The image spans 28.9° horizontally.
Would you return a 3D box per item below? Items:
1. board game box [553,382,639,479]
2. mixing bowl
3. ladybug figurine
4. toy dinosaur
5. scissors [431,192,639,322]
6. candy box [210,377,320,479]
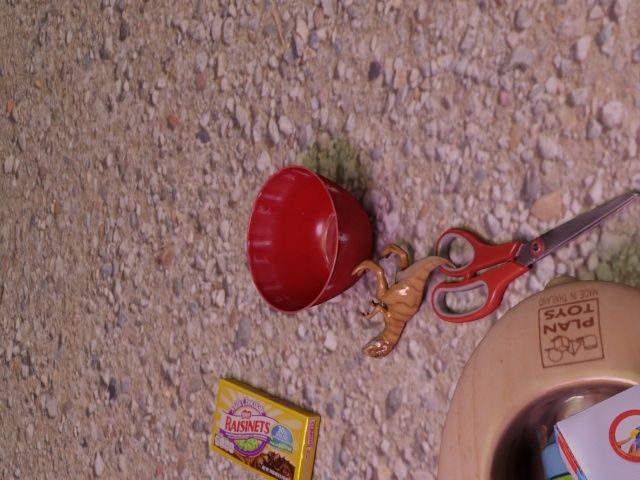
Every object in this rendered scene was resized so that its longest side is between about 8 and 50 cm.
[{"bbox_3d":[0.379,0.212,0.914,0.308,0.086,0.302,-25,60,1],"label":"board game box"},{"bbox_3d":[0.000,0.000,1.536,0.181,0.098,0.181,-4,85,51],"label":"mixing bowl"},{"bbox_3d":[0.263,0.250,1.099,0.305,0.162,0.449,-12,70,22],"label":"ladybug figurine"},{"bbox_3d":[0.101,0.052,1.449,0.112,0.064,0.211,52,138,25],"label":"toy dinosaur"},{"bbox_3d":[0.223,0.023,1.323,0.297,0.021,0.109,-13,75,49],"label":"scissors"},{"bbox_3d":[-0.078,0.260,1.671,0.206,0.027,0.105,14,95,51],"label":"candy box"}]
